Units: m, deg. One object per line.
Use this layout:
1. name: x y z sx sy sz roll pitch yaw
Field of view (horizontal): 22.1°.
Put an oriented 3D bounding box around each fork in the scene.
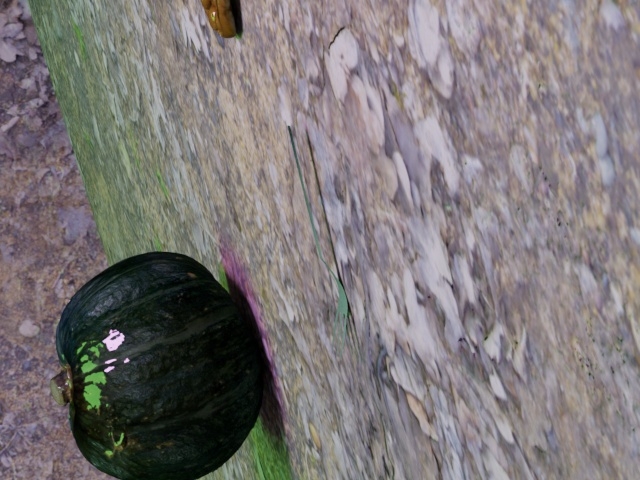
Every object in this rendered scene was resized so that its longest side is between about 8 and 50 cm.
1. fork: 0.002 0.000 1.606 0.039 0.021 0.235 -162 60 -69

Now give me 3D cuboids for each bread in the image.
1. bread: -0.113 -0.270 1.753 0.110 0.024 0.110 166 90 -77

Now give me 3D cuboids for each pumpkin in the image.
1. pumpkin: -0.200 0.173 2.094 0.197 0.263 0.293 -167 62 -68
